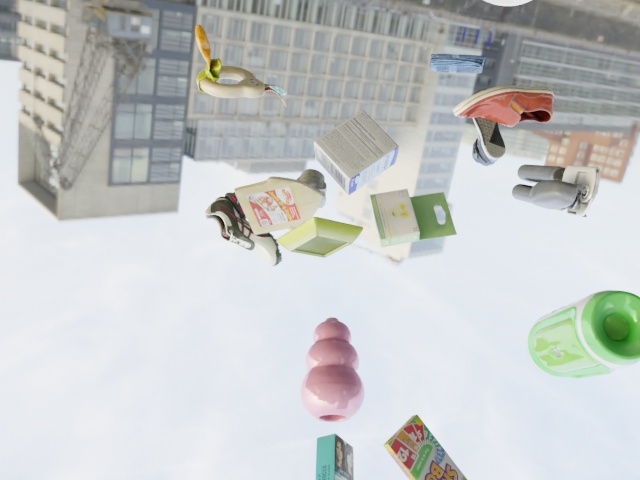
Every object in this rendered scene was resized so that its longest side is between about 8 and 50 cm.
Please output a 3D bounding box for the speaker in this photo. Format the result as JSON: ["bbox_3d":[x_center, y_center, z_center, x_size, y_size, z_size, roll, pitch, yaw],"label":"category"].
[{"bbox_3d":[0.462,0.170,1.156,0.131,0.131,0.296,10,164,0],"label":"speaker"}]

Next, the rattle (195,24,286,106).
[{"bbox_3d":[-0.162,-0.372,1.408,0.200,0.142,0.130,14,-159,13],"label":"rattle"}]

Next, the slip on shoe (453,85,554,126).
[{"bbox_3d":[0.544,-0.385,1.928,0.331,0.101,0.123,-6,168,-20],"label":"slip on shoe"}]

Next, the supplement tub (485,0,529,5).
[{"bbox_3d":[0.434,-0.684,1.407,0.228,0.316,0.228,22,157,10],"label":"supplement tub"}]

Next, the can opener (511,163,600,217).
[{"bbox_3d":[0.364,-0.092,1.078,0.095,0.076,0.283,13,-173,-6],"label":"can opener"}]

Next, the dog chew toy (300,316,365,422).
[{"bbox_3d":[0.038,0.409,2.131,0.207,0.206,0.331,6,-119,-11],"label":"dog chew toy"}]

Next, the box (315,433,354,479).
[{"bbox_3d":[0.037,0.625,1.665,0.060,0.100,0.244,-22,-137,24],"label":"box"}]

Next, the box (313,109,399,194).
[{"bbox_3d":[0.076,-0.190,1.422,0.137,0.072,0.126,-35,-112,-14],"label":"box"}]

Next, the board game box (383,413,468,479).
[{"bbox_3d":[0.286,0.593,1.704,0.124,0.039,0.259,-35,-93,-32],"label":"board game box"}]

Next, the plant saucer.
[{"bbox_3d":[0.000,0.000,1.906,0.188,0.045,0.188,11,153,-37],"label":"plant saucer"}]

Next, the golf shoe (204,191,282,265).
[{"bbox_3d":[-0.233,-0.014,1.977,0.273,0.105,0.120,47,-131,4],"label":"golf shoe"}]

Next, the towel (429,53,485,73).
[{"bbox_3d":[0.302,-0.389,1.463,0.119,0.029,0.067,5,176,10],"label":"towel"}]

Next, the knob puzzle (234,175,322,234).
[{"bbox_3d":[-0.091,-0.094,1.595,0.213,0.213,0.030,5,-130,-13],"label":"knob puzzle"}]

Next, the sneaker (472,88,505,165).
[{"bbox_3d":[0.511,-0.343,2.061,0.086,0.226,0.163,-8,172,3],"label":"sneaker"}]

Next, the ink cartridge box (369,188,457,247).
[{"bbox_3d":[0.279,-0.078,1.995,0.235,0.056,0.171,-10,-123,1],"label":"ink cartridge box"}]

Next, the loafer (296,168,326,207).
[{"bbox_3d":[-0.036,-0.154,1.923,0.112,0.111,0.319,5,-173,-4],"label":"loafer"}]
